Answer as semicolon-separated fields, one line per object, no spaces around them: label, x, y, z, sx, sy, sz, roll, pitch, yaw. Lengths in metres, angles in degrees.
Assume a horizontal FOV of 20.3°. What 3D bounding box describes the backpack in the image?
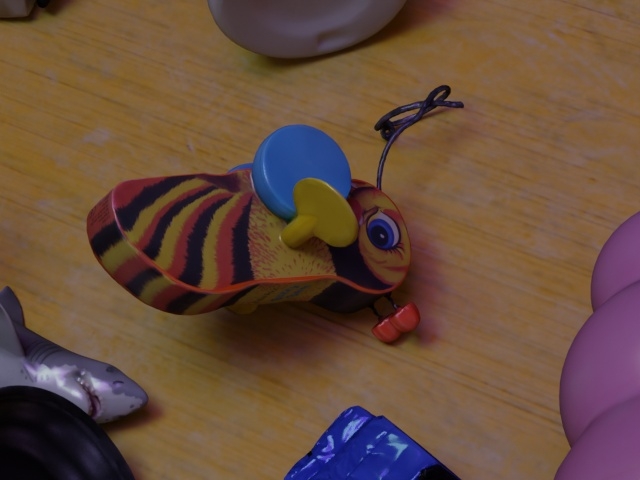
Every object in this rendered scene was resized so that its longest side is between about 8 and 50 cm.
backpack;0.026;0.178;1.163;0.120;0.098;0.101;-51;51;-2

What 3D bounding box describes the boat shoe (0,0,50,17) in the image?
boat shoe;-0.367;-0.287;1.536;0.340;0.127;0.158;9;56;11

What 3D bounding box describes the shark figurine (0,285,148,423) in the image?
shark figurine;-0.257;0.034;1.302;0.166;0.278;0.116;-33;11;28

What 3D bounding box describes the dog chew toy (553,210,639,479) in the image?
dog chew toy;0.237;0.112;1.091;0.206;0.206;0.332;-6;50;12

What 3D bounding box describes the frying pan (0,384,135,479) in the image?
frying pan;-0.154;0.248;1.171;0.053;0.326;0.197;-23;9;31

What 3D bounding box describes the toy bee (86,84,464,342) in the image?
toy bee;0.000;0.000;1.237;0.298;0.195;0.162;-22;81;-11

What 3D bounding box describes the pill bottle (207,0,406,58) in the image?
pill bottle;-0.031;-0.300;1.419;0.161;0.161;0.283;-16;57;5
